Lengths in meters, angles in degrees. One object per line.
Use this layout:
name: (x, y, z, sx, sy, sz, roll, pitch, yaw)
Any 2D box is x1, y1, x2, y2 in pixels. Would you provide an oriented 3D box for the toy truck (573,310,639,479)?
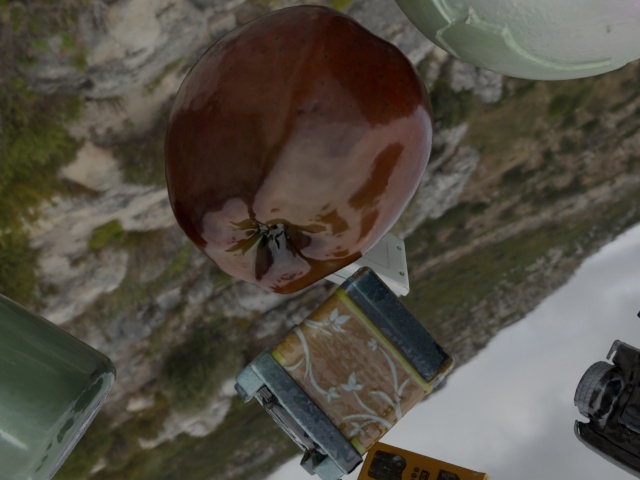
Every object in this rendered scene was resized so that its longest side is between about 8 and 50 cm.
toy truck: (0.320, 0.070, 0.666, 0.155, 0.124, 0.268, 29, 88, -45)

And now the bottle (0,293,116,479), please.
bottle: (-0.391, 0.109, 0.863, 0.168, 0.347, 0.168, -58, -177, 5)

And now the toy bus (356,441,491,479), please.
toy bus: (0.120, 0.260, 0.870, 0.074, 0.162, 0.069, 81, 28, -47)

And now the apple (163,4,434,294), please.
apple: (-0.017, -0.079, 0.721, 0.234, 0.234, 0.234, -28, 174, -3)

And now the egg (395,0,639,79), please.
egg: (0.181, -0.259, 0.656, 0.278, 0.278, 0.336, -28, -159, 3)

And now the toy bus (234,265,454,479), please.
toy bus: (0.014, 0.136, 0.866, 0.167, 0.138, 0.275, -42, 175, -14)

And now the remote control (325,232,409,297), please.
remote control: (0.000, 0.000, 1.237, 0.277, 0.103, 0.055, 24, 131, -22)
